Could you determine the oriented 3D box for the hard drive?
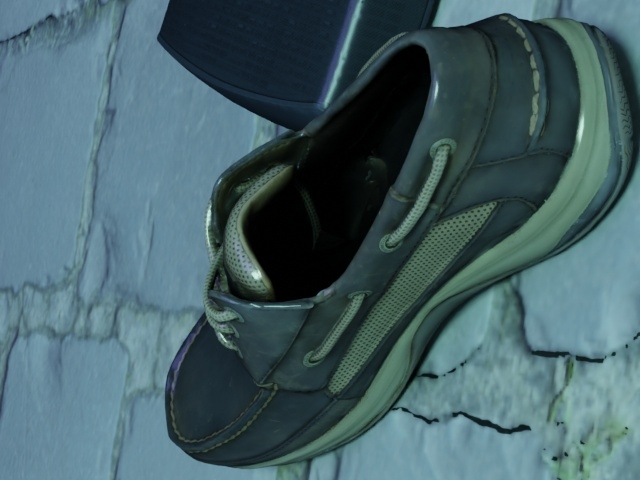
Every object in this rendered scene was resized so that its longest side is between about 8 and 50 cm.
[{"bbox_3d":[-0.018,-0.157,0.956,0.255,0.054,0.172,30,105,57],"label":"hard drive"}]

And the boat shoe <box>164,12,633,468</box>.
[{"bbox_3d":[0.000,0.000,0.800,0.355,0.130,0.132,-47,42,38],"label":"boat shoe"}]
